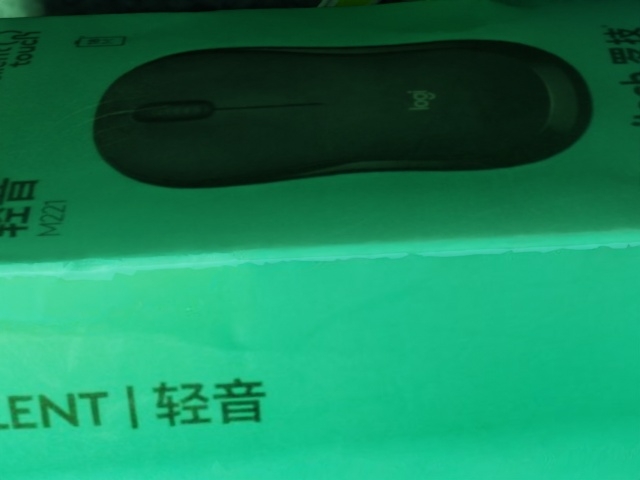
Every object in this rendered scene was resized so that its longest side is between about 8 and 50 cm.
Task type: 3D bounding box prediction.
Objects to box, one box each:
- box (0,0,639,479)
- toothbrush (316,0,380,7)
[{"bbox_3d":[0.000,0.000,0.701,0.311,0.205,0.118,-3,119,2],"label":"box"},{"bbox_3d":[0.027,-0.109,0.766,0.263,0.026,0.022,-42,112,19],"label":"toothbrush"}]
